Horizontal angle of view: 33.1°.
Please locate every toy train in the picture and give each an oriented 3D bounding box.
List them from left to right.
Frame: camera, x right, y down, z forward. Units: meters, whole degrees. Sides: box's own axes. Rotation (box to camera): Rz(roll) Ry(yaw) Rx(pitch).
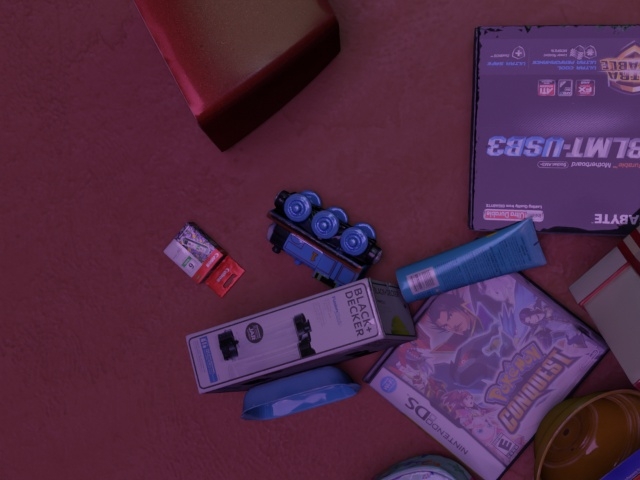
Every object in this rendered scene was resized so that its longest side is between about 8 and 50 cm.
[{"bbox_3d":[0.000,0.000,1.605,0.184,0.080,0.105,31,104,10],"label":"toy train"}]

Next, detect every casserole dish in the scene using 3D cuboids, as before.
[{"bbox_3d":[-0.033,0.227,1.608,0.188,0.114,0.037,-18,68,12],"label":"casserole dish"}]

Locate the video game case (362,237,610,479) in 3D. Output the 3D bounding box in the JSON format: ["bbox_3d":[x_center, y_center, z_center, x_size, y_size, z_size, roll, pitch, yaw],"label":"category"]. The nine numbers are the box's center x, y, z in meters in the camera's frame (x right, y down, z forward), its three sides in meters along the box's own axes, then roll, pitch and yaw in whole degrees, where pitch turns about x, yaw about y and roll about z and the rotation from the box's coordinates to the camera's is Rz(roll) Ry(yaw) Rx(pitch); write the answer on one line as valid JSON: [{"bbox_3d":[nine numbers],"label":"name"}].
[{"bbox_3d":[0.240,0.179,1.579,0.248,0.035,0.275,39,100,9],"label":"video game case"}]

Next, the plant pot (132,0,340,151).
[{"bbox_3d":[-0.114,-0.312,1.539,0.236,0.267,0.267,-27,86,-1],"label":"plant pot"}]

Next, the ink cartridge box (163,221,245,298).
[{"bbox_3d":[-0.180,0.031,1.670,0.115,0.029,0.063,42,100,8],"label":"ink cartridge box"}]

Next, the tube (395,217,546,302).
[{"bbox_3d":[0.212,0.034,1.535,0.207,0.052,0.080,-19,124,13],"label":"tube"}]

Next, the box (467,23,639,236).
[{"bbox_3d":[0.361,-0.153,1.521,0.296,0.073,0.293,3,92,13],"label":"box"}]

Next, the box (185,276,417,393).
[{"bbox_3d":[-0.025,0.140,1.551,0.290,0.169,0.087,-19,77,17],"label":"box"}]

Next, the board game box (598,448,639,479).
[{"bbox_3d":[0.525,0.327,1.407,0.317,0.046,0.213,-36,48,-5],"label":"board game box"}]

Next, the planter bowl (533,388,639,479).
[{"bbox_3d":[0.366,0.286,1.506,0.217,0.090,0.217,-10,115,-23],"label":"planter bowl"}]

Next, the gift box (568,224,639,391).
[{"bbox_3d":[0.503,0.113,1.395,0.255,0.258,0.276,-39,119,14],"label":"gift box"}]

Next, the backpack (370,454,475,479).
[{"bbox_3d":[0.152,0.444,1.540,0.225,0.191,0.253,-29,81,13],"label":"backpack"}]
